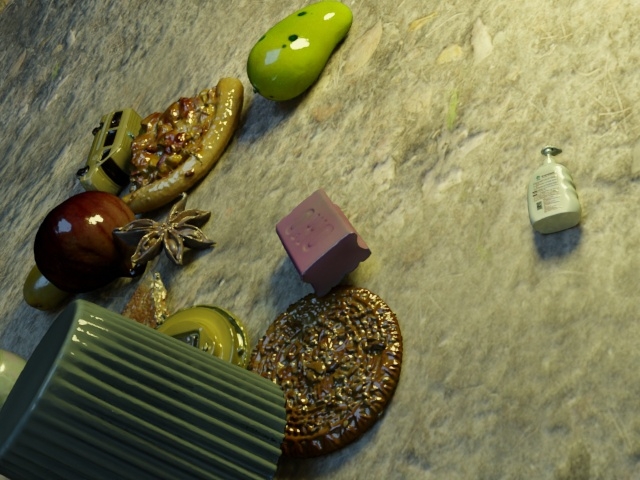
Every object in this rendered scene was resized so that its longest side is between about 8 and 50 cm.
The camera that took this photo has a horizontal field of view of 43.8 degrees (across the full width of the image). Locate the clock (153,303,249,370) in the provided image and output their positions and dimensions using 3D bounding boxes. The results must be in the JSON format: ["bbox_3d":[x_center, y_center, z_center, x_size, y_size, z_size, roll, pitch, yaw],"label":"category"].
[{"bbox_3d":[-0.237,0.212,1.406,0.237,0.057,0.237,-14,57,22],"label":"clock"}]

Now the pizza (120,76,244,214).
[{"bbox_3d":[-0.332,-0.228,1.859,0.409,0.114,0.278,-45,45,-4],"label":"pizza"}]

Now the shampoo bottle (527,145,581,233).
[{"bbox_3d":[0.349,-0.084,1.208,0.077,0.045,0.151,-20,47,29],"label":"shampoo bottle"}]

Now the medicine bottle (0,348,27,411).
[{"bbox_3d":[-0.694,0.297,1.679,0.147,0.143,0.147,-23,43,24],"label":"medicine bottle"}]

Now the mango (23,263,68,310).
[{"bbox_3d":[-0.609,0.073,1.847,0.130,0.092,0.194,-11,41,37],"label":"mango"}]

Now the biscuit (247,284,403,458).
[{"bbox_3d":[-0.005,0.198,1.267,0.305,0.038,0.305,-23,45,24],"label":"biscuit"}]

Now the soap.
[{"bbox_3d":[0.000,0.000,1.387,0.122,0.065,0.203,-41,30,4],"label":"soap"}]

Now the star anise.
[{"bbox_3d":[-0.309,-0.006,1.649,0.208,0.063,0.172,-34,56,-32],"label":"star anise"}]

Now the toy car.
[{"bbox_3d":[-0.516,-0.216,2.000,0.125,0.101,0.256,-18,45,23],"label":"toy car"}]

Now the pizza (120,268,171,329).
[{"bbox_3d":[-0.345,0.151,1.577,0.185,0.052,0.195,-6,60,32],"label":"pizza"}]

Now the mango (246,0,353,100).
[{"bbox_3d":[-0.047,-0.428,1.767,0.175,0.143,0.293,21,62,46],"label":"mango"}]

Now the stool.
[{"bbox_3d":[-0.263,0.269,1.135,0.297,0.330,0.297,-47,24,28],"label":"stool"}]

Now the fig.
[{"bbox_3d":[-0.500,0.008,1.714,0.235,0.235,0.214,-27,86,20],"label":"fig"}]
